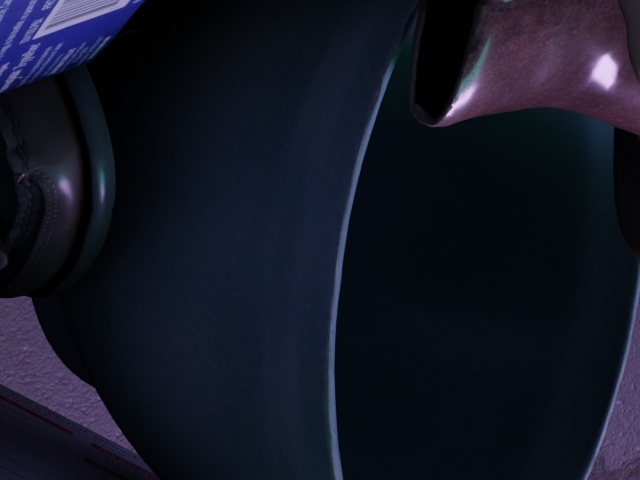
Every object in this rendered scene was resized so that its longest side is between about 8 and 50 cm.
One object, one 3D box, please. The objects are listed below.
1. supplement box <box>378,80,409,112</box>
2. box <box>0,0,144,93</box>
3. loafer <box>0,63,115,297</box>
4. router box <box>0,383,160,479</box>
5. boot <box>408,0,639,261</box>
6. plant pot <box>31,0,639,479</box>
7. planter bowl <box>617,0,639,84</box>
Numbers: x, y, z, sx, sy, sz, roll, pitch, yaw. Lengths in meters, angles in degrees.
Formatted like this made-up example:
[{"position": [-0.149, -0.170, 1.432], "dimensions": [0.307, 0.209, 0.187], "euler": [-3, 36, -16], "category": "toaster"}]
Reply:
[{"position": [0.122, -0.145, 0.746], "dimensions": [0.233, 0.078, 0.080], "euler": [-23, -176, 1], "category": "supplement box"}, {"position": [-0.145, -0.037, 0.342], "dimensions": [0.225, 0.036, 0.136], "euler": [-26, -178, -24], "category": "box"}, {"position": [-0.156, -0.012, 0.554], "dimensions": [0.084, 0.096, 0.267], "euler": [-18, -179, -27], "category": "loafer"}, {"position": [-0.151, 0.107, 0.548], "dimensions": [0.082, 0.335, 0.301], "euler": [-62, -176, -4], "category": "router box"}, {"position": [0.105, -0.070, 0.530], "dimensions": [0.207, 0.248, 0.090], "euler": [-20, -138, -36], "category": "boot"}, {"position": [0.000, 0.000, 0.622], "dimensions": [0.196, 0.293, 0.293], "euler": [9, -160, 32], "category": "plant pot"}, {"position": [0.124, -0.115, 0.306], "dimensions": [0.162, 0.109, 0.162], "euler": [-23, -179, 0], "category": "planter bowl"}]
